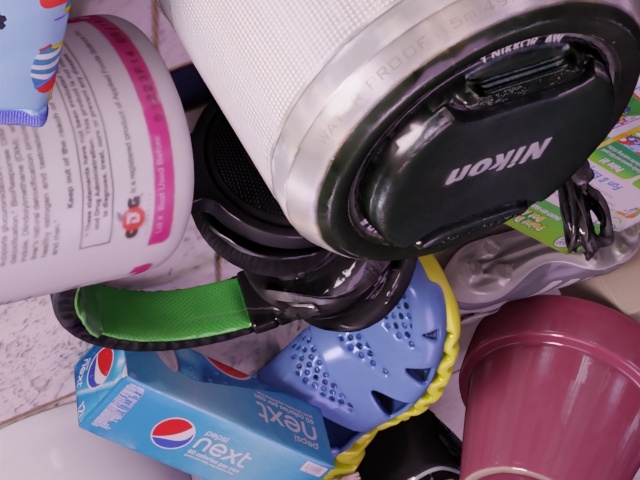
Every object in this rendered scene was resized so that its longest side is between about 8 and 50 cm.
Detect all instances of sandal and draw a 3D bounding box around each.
[{"bbox_3d":[0.007,0.121,1.675,0.138,0.126,0.317,-3,140,-37],"label":"sandal"}]

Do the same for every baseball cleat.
[{"bbox_3d":[0.186,0.020,1.760,0.206,0.072,0.109,-10,160,-27],"label":"baseball cleat"}]

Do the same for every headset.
[{"bbox_3d":[0.000,0.000,1.389,0.394,0.185,0.243,-23,154,8],"label":"headset"}]

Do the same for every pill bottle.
[{"bbox_3d":[-0.230,-0.034,1.123,0.283,0.160,0.160,-13,148,-32],"label":"pill bottle"}]

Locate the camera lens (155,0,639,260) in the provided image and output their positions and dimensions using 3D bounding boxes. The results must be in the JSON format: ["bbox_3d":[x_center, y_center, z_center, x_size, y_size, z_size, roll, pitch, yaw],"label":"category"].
[{"bbox_3d":[0.030,-0.143,1.080,0.219,0.274,0.219,-24,152,-14],"label":"camera lens"}]

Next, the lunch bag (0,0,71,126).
[{"bbox_3d":[-0.270,-0.165,0.937,0.293,0.138,0.221,-5,146,-20],"label":"lunch bag"}]

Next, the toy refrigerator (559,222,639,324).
[{"bbox_3d":[0.366,0.008,1.866,0.269,0.102,0.094,-22,152,-19],"label":"toy refrigerator"}]

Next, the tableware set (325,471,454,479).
[{"bbox_3d":[0.050,0.270,1.768,0.141,0.020,0.169,-8,126,-9],"label":"tableware set"}]

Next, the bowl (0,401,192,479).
[{"bbox_3d":[-0.221,0.272,1.676,0.298,0.134,0.298,-25,153,-14],"label":"bowl"}]

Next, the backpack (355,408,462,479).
[{"bbox_3d":[0.086,0.294,1.917,0.225,0.191,0.253,-38,121,11],"label":"backpack"}]

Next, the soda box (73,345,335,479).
[{"bbox_3d":[-0.093,0.142,1.569,0.210,0.071,0.067,28,120,-31],"label":"soda box"}]

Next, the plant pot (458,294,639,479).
[{"bbox_3d":[0.211,0.180,1.778,0.201,0.201,0.180,111,3,-50],"label":"plant pot"}]

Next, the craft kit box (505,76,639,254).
[{"bbox_3d":[0.231,-0.083,1.525,0.246,0.061,0.250,-27,151,27],"label":"craft kit box"}]
